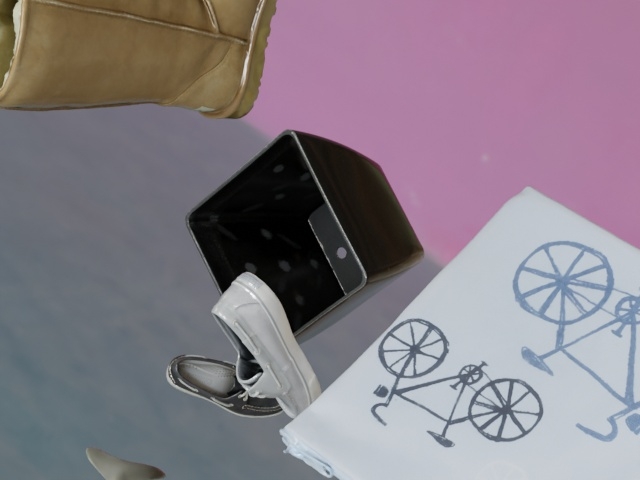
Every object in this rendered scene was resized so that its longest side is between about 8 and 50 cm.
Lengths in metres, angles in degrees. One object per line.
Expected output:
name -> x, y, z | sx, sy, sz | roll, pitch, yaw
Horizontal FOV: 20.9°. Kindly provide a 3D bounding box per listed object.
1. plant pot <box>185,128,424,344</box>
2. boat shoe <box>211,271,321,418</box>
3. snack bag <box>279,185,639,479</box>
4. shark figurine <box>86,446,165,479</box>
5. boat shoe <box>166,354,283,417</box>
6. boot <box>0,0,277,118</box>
plant pot -> 0.000, 0.000, 1.887 | 0.167, 0.188, 0.187 | -9, 66, -50
boat shoe -> -0.052, 0.112, 1.613 | 0.066, 0.063, 0.184 | 33, -26, 38
snack bag -> 0.185, 0.137, 1.445 | 0.323, 0.342, 0.037 | 34, -20, 36
shark figurine -> -0.244, 0.368, 1.885 | 0.116, 0.278, 0.166 | -8, -3, 21
boat shoe -> -0.089, 0.141, 1.703 | 0.125, 0.046, 0.038 | 22, -17, -9
boot -> -0.142, -0.208, 1.336 | 0.089, 0.236, 0.269 | 4, 1, 39
